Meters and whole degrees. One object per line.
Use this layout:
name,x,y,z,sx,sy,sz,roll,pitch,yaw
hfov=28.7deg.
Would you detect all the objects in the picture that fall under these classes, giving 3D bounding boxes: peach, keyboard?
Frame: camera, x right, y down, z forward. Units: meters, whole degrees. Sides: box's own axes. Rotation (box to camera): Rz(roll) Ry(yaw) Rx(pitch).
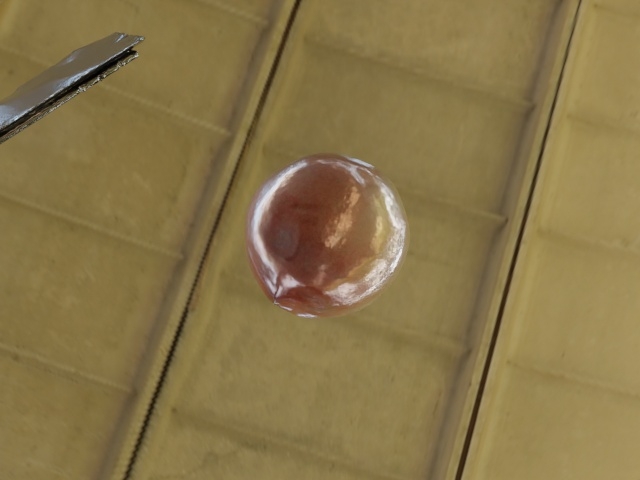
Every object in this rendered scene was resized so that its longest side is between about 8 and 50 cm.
peach,0.002,-0.001,0.607,0.083,0.083,0.083,0,-112,1
keyboard,-0.165,-0.037,0.559,0.196,0.074,0.015,-36,-65,-12
